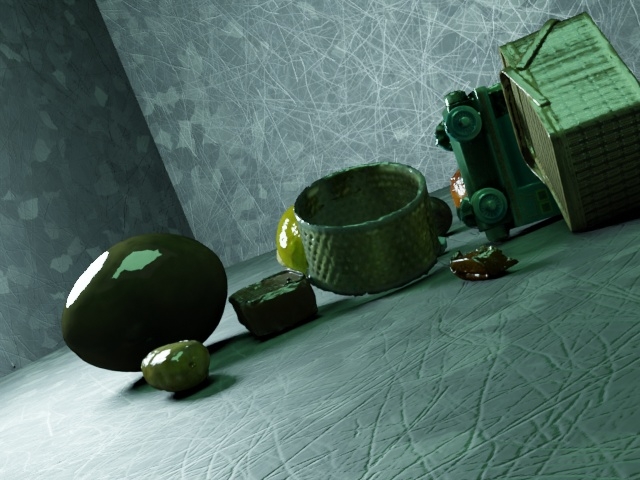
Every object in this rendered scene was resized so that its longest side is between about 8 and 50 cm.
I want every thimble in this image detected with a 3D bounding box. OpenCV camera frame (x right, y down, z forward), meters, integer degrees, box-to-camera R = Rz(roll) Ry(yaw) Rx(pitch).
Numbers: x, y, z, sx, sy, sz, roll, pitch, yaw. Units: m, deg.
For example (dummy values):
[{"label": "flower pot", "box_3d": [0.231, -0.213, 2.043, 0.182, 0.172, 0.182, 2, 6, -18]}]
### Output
[{"label": "thimble", "box_3d": [0.085, -0.026, 1.729, 0.271, 0.150, 0.270, -12, 28, 6]}]

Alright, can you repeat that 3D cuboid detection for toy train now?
[{"label": "toy train", "box_3d": [0.338, -0.154, 1.730, 0.194, 0.298, 0.120, -17, -3, -6]}]

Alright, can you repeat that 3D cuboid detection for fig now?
[{"label": "fig", "box_3d": [0.006, 0.000, 2.300, 0.207, 0.207, 0.230, -19, -29, 37]}]

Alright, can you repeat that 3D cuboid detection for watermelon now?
[{"label": "watermelon", "box_3d": [0.247, -0.053, 2.156, 0.133, 0.105, 0.105, 3, 20, 38]}]

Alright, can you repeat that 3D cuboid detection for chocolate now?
[{"label": "chocolate", "box_3d": [-0.093, 0.124, 1.773, 0.149, 0.093, 0.214, -21, 4, -10]}]

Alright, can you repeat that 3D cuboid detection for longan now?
[{"label": "longan", "box_3d": [-0.353, 0.133, 1.858, 0.350, 0.288, 0.288, -29, 6, -17]}]

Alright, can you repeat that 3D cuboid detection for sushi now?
[{"label": "sushi", "box_3d": [0.251, 0.035, 1.413, 0.055, 0.052, 0.120, -40, 9, -23]}]

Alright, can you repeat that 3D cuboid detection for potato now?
[{"label": "potato", "box_3d": [-0.239, 0.209, 1.509, 0.107, 0.080, 0.170, -33, 6, -28]}]

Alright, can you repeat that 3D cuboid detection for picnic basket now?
[{"label": "picnic basket", "box_3d": [0.419, -0.200, 1.515, 0.175, 0.228, 0.312, -21, 43, 8]}]

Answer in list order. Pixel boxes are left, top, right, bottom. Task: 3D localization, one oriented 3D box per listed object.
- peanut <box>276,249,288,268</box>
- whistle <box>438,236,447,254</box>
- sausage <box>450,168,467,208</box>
[{"label": "peanut", "box_3d": [-0.048, 0.028, 2.663, 0.136, 0.120, 0.298, -18, 0, -20]}, {"label": "whistle", "box_3d": [0.152, 0.023, 1.895, 0.223, 0.122, 0.123, -1, 10, 16]}, {"label": "sausage", "box_3d": [0.405, -0.132, 2.059, 0.268, 0.153, 0.141, -25, 5, -43]}]
